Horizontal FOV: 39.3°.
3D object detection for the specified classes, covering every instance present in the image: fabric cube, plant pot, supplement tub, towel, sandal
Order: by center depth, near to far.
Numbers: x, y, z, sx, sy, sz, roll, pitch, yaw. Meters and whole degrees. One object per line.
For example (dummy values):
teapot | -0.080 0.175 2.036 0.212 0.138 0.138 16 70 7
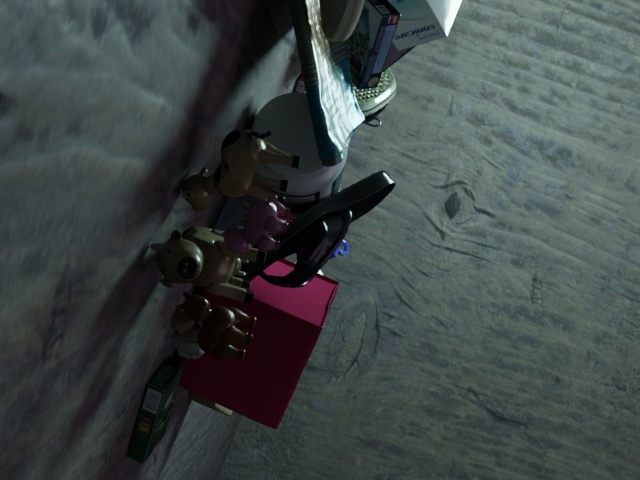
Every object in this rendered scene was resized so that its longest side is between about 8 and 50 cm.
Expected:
towel | 0.008 -0.333 1.486 0.271 0.040 0.370 -63 144 -64
supplement tub | -0.047 -0.159 1.762 0.272 0.191 0.191 99 13 -74
sandal | 0.002 -0.002 1.766 0.446 0.107 0.167 -32 168 -31
fabric cube | -0.135 0.190 1.902 0.259 0.254 0.258 -61 174 -69
plant pot | -0.271 0.376 2.275 0.096 0.109 0.109 39 72 -73

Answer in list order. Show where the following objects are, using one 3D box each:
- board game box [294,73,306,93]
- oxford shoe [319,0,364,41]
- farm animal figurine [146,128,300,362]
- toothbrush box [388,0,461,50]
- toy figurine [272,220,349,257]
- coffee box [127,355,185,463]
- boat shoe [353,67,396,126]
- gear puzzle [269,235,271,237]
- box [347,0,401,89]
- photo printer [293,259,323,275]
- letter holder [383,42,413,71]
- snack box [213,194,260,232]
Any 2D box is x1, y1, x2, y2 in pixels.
board game box | -0.028 -0.360 2.166 0.281 0.027 0.145 -61 173 -64
oxford shoe | 0.008 -0.459 1.226 0.449 0.130 0.169 93 -12 -57
farm animal figurine | -0.167 0.009 1.356 0.327 0.172 0.330 145 -39 -74
toothbrush box | 0.168 -0.571 1.804 0.295 0.126 0.216 50 48 -33
toy figurine | -0.021 -0.045 2.146 0.191 0.217 0.362 -32 -151 51
coffee box | -0.320 0.331 1.747 0.113 0.040 0.184 -60 170 -64
boat shoe | 0.089 -0.364 2.252 0.500 0.187 0.156 -73 177 -68
gear puzzle | -0.094 -0.092 1.987 0.175 0.044 0.339 -53 -165 40
box | 0.049 -0.413 1.662 0.044 0.233 0.159 -15 142 -29
photo printer | -0.147 0.200 2.244 0.307 0.107 0.256 -36 -166 40
letter holder | 0.110 -0.510 2.038 0.302 0.214 0.152 -41 131 -28
snack box | -0.173 -0.016 1.733 0.022 0.064 0.178 96 16 -70
